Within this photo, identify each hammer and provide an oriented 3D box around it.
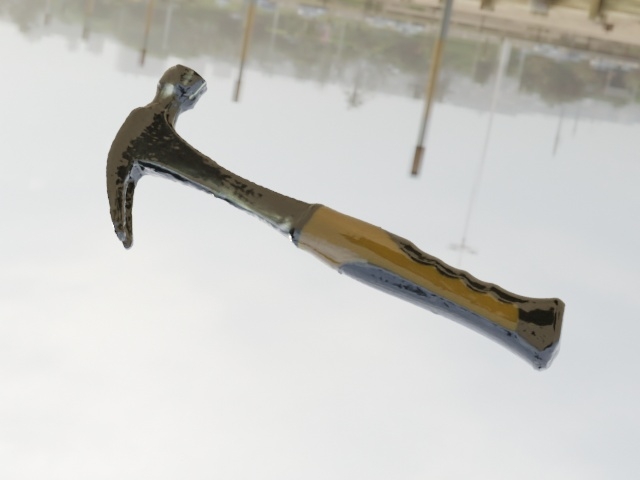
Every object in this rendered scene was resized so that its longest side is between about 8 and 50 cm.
[{"bbox_3d":[0.000,0.000,0.470,0.201,0.078,0.021,27,163,20],"label":"hammer"}]
